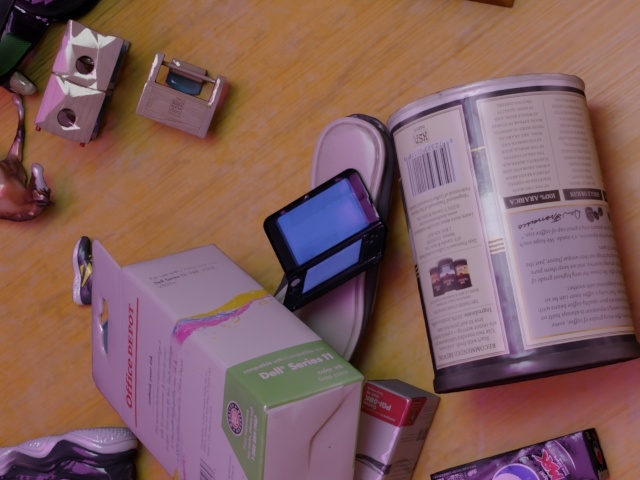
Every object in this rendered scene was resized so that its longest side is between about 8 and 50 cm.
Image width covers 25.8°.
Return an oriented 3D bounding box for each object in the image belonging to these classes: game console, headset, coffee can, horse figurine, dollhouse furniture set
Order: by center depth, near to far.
[{"bbox_3d":[0.187,-0.003,1.365,0.202,0.201,0.275,-13,81,22],"label":"coffee can"},{"bbox_3d":[0.000,0.000,1.424,0.122,0.107,0.071,-31,109,20],"label":"game console"},{"bbox_3d":[-0.326,-0.360,1.599,0.185,0.243,0.394,30,67,-3],"label":"headset"},{"bbox_3d":[-0.217,-0.160,1.611,0.184,0.129,0.129,20,95,-7],"label":"dollhouse furniture set"},{"bbox_3d":[-0.439,-0.071,1.710,0.263,0.066,0.174,-21,72,18],"label":"horse figurine"}]

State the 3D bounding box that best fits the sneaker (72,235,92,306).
[{"bbox_3d":[-0.272,0.036,1.653,0.035,0.031,0.083,0,90,9],"label":"sneaker"}]

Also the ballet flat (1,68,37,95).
[{"bbox_3d":[-0.412,-0.202,1.709,0.173,0.057,0.049,20,71,31],"label":"ballet flat"}]

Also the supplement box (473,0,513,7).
[{"bbox_3d":[0.118,-0.366,1.461,0.191,0.129,0.194,15,92,24],"label":"supplement box"}]

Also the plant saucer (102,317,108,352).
[{"bbox_3d":[-0.207,0.134,1.619,0.119,0.021,0.119,-2,84,23],"label":"plant saucer"}]

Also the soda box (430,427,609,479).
[{"bbox_3d":[0.201,0.238,1.417,0.169,0.060,0.053,-20,79,20],"label":"soda box"}]

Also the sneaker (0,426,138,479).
[{"bbox_3d":[-0.326,0.309,1.610,0.269,0.101,0.153,-16,78,19],"label":"sneaker"}]

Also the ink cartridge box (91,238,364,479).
[{"bbox_3d":[-0.109,0.144,1.442,0.353,0.119,0.207,39,134,44],"label":"ink cartridge box"}]

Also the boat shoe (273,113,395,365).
[{"bbox_3d":[0.019,0.030,1.505,0.112,0.095,0.335,17,98,20],"label":"boat shoe"}]

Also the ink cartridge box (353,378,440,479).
[{"bbox_3d":[0.064,0.216,1.455,0.056,0.099,0.135,21,94,23],"label":"ink cartridge box"}]
